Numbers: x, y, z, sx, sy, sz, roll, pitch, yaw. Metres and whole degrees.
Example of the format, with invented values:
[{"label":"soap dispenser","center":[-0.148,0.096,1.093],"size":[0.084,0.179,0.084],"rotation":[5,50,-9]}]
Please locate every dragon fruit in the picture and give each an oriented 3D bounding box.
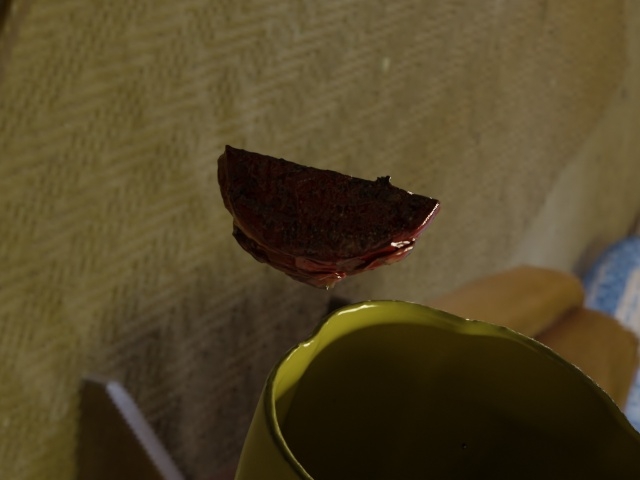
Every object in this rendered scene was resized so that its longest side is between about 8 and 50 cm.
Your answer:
[{"label":"dragon fruit","center":[0.000,0.000,1.072],"size":[0.106,0.162,0.083],"rotation":[94,7,-70]}]

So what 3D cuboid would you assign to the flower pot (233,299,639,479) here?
[{"label":"flower pot","center":[0.041,0.154,0.670],"size":[0.195,0.195,0.179],"rotation":[-38,156,-53]}]
